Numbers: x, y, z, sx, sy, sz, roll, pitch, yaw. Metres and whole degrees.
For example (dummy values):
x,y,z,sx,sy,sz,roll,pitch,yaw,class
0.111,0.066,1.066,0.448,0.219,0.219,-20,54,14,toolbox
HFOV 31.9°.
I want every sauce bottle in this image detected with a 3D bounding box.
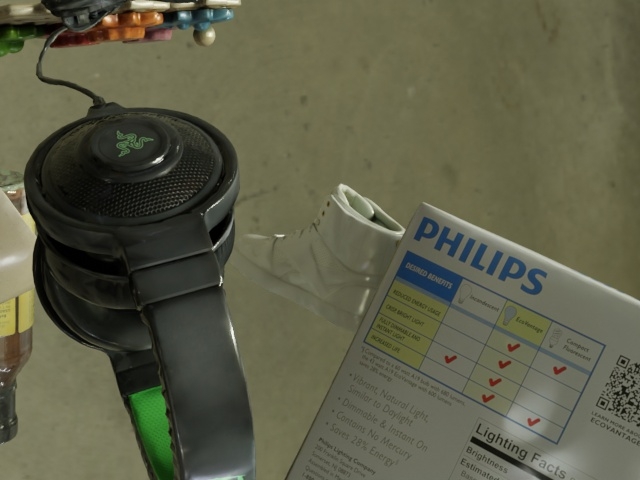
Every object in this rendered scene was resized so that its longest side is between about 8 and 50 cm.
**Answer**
x,y,z,sx,sy,sz,roll,pitch,yaw,class
-0.410,0.087,1.384,0.111,0.111,0.344,-16,118,-52,sauce bottle

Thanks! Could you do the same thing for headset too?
x,y,z,sx,sy,sz,roll,pitch,yaw,class
-0.103,-0.013,0.760,0.185,0.243,0.394,-15,74,-18,headset

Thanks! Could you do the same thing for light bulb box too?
x,y,z,sx,sy,sz,roll,pitch,yaw,class
0.214,0.203,1.267,0.361,0.358,0.225,-64,155,1,light bulb box

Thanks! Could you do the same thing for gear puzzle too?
x,y,z,sx,sy,sz,roll,pitch,yaw,class
-0.243,-0.186,1.007,0.339,0.175,0.044,-12,101,-38,gear puzzle

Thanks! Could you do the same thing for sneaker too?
x,y,z,sx,sy,sz,roll,pitch,yaw,class
0.000,0.000,1.485,0.108,0.292,0.169,1,106,-47,sneaker

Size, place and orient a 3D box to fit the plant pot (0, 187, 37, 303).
x,y,z,sx,sy,sz,roll,pitch,yaw,class
-0.390,-0.030,0.979,0.191,0.284,0.284,-38,122,-12,plant pot
